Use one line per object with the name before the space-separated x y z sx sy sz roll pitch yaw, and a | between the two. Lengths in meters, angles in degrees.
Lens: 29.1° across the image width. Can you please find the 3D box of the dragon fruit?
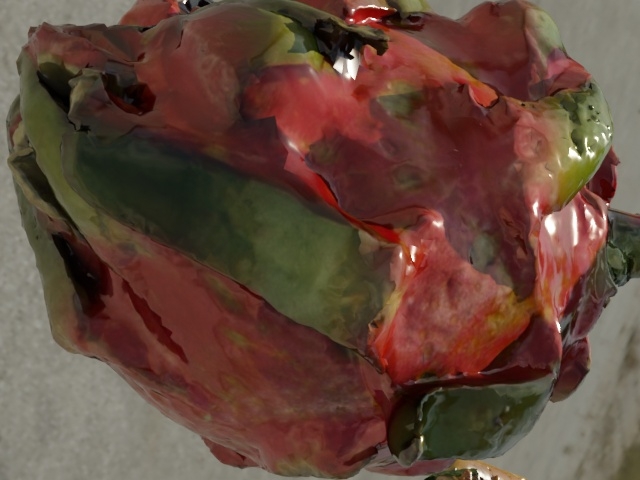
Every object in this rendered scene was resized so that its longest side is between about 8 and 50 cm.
dragon fruit | 0.001 -0.011 0.551 0.231 0.302 0.237 -19 -121 56

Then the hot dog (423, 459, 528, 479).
hot dog | 0.154 0.242 1.119 0.188 0.055 0.072 29 81 -45
